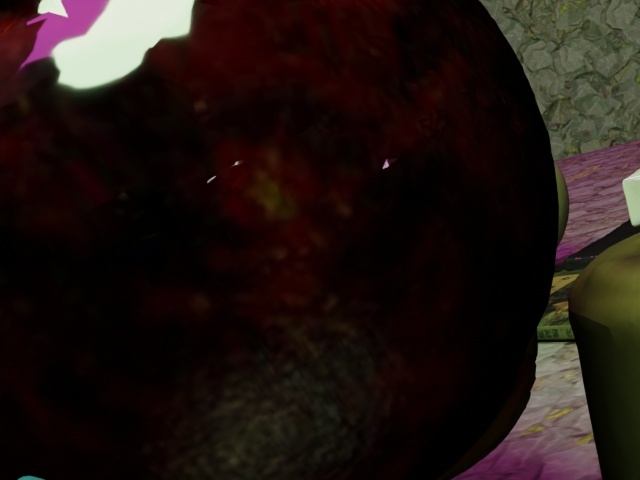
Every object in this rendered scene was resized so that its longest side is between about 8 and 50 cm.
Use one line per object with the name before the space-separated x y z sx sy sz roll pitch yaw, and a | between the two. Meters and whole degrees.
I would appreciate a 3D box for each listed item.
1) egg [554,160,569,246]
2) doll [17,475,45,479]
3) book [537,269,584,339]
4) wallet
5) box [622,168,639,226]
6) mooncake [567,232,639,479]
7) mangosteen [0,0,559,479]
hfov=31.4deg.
egg | 0.179 -0.029 1.311 0.241 0.186 0.186 -30 12 -31
doll | -0.170 0.217 0.302 0.341 0.099 0.346 -19 29 28
book | 0.255 0.060 1.075 0.160 0.024 0.228 -24 10 -35
wallet | 0.393 -0.009 1.297 0.146 0.030 0.285 -5 10 37
box | 0.236 -0.046 0.611 0.109 0.029 0.198 -13 5 28
mooncake | 0.272 0.042 0.580 0.284 0.155 0.284 -16 4 1
mangosteen | -0.076 0.003 0.595 0.381 0.381 0.421 -17 -22 -1
